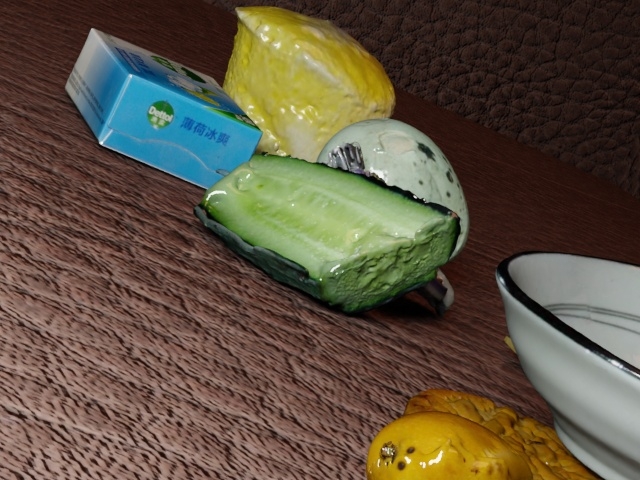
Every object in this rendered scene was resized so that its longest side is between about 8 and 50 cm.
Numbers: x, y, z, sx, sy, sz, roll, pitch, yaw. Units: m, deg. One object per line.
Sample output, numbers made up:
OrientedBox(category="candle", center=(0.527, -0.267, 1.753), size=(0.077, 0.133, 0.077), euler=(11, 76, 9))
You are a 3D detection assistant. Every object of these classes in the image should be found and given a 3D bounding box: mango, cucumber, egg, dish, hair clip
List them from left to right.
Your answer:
OrientedBox(category="cucumber", center=(0.000, 0.000, 1.161), size=(0.193, 0.115, 0.086), euler=(27, -33, 25))
OrientedBox(category="hair clip", center=(0.057, -0.004, 1.252), size=(0.172, 0.049, 0.116), euler=(53, 15, 0))
OrientedBox(category="egg", center=(0.070, -0.040, 1.376), size=(0.164, 0.131, 0.131), euler=(30, 10, -14))
OrientedBox(category="mango", center=(0.070, 0.126, 0.778), size=(0.077, 0.063, 0.127), euler=(28, 4, 32))
OrientedBox(category="dish", center=(0.248, 0.113, 0.975), size=(0.316, 0.106, 0.316), euler=(19, 16, -5))

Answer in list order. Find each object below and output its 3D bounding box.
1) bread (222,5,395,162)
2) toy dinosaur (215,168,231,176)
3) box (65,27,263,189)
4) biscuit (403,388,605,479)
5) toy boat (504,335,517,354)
OrientedBox(category="bread", center=(-0.022, -0.152, 1.572), size=(0.197, 0.171, 0.197), euler=(24, 12, -5))
OrientedBox(category="toy dinosaur", center=(-0.006, -0.005, 1.270), size=(0.197, 0.045, 0.080), euler=(32, 4, -22))
OrientedBox(category="box", center=(-0.150, -0.122, 1.390), size=(0.139, 0.073, 0.194), euler=(21, 12, -25))
OrientedBox(category="biscuit", center=(0.138, 0.145, 0.937), size=(0.187, 0.027, 0.188), euler=(26, 11, -5))
OrientedBox(category="toy boat", center=(0.250, 0.119, 1.252), size=(0.200, 0.057, 0.077), euler=(28, 6, 11))
